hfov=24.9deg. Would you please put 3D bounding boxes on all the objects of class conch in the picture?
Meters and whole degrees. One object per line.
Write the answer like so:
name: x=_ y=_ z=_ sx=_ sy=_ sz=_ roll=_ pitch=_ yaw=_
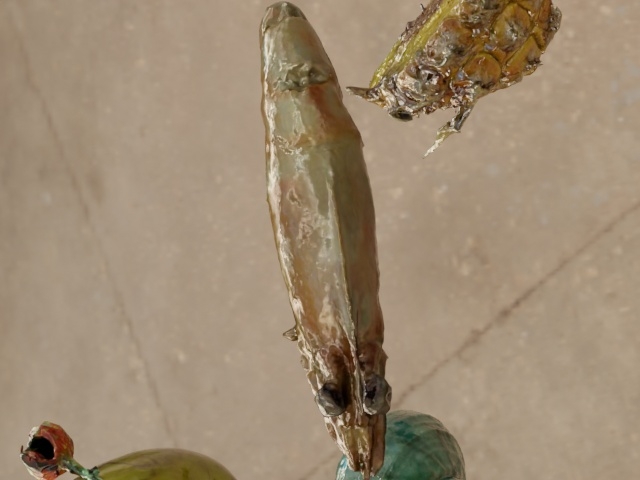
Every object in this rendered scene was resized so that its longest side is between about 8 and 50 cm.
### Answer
conch: x=0.101 y=0.268 z=1.505 sx=0.202 sy=0.196 sz=0.134 roll=50 pitch=146 yaw=26

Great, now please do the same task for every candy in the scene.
candy: x=-0.214 y=0.222 z=1.361 sx=0.184 sy=0.049 sz=0.056 roll=20 pitch=104 yaw=36

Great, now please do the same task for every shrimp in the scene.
shrimp: x=0.001 y=0.000 z=0.876 sx=0.154 sy=0.062 sz=0.294 roll=94 pitch=169 yaw=-79

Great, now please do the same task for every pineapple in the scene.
pineapple: x=0.173 y=-0.208 z=1.658 sx=0.334 sy=0.158 sz=0.161 roll=-43 pitch=22 yaw=28

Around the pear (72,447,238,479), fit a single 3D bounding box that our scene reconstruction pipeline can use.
pear: x=-0.181 y=0.356 z=1.566 sx=0.283 sy=0.283 sz=0.284 roll=12 pitch=106 yaw=50
